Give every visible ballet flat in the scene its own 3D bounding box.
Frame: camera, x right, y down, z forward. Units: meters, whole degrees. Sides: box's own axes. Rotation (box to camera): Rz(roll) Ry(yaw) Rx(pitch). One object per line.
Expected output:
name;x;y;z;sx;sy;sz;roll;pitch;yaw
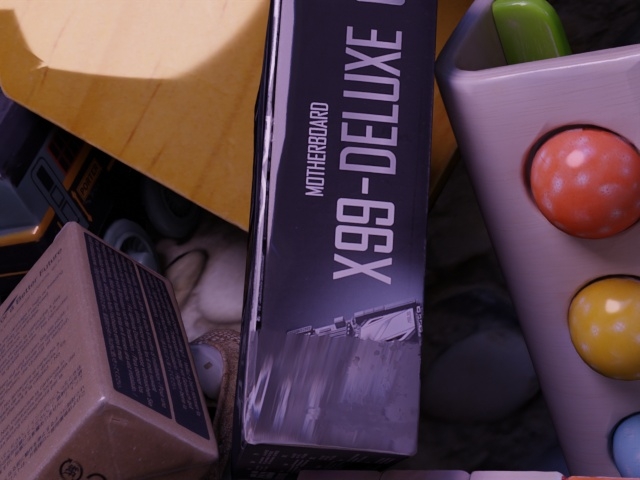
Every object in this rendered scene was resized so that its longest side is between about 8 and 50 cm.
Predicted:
ballet flat;-0.088;0.117;0.911;0.073;0.067;0.206;-14;39;20

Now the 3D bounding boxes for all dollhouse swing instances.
dollhouse swing;-0.028;-0.174;1.077;0.346;0.305;0.315;29;90;5

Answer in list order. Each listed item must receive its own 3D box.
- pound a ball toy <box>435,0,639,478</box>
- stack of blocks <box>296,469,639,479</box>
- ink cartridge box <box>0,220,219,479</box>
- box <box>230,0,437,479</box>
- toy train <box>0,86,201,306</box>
pound a ball toy;0.183;-0.008;0.661;0.208;0.319;0.136;-5;33;28
stack of blocks;0.030;0.191;0.662;0.297;0.171;0.087;-4;43;31
ink cartridge box;-0.175;0.135;0.854;0.235;0.088;0.193;-49;29;16
box;0.000;0.000;0.742;0.076;0.307;0.243;5;78;-4
toy train;-0.180;-0.073;1.094;0.142;0.190;0.334;-6;43;27
